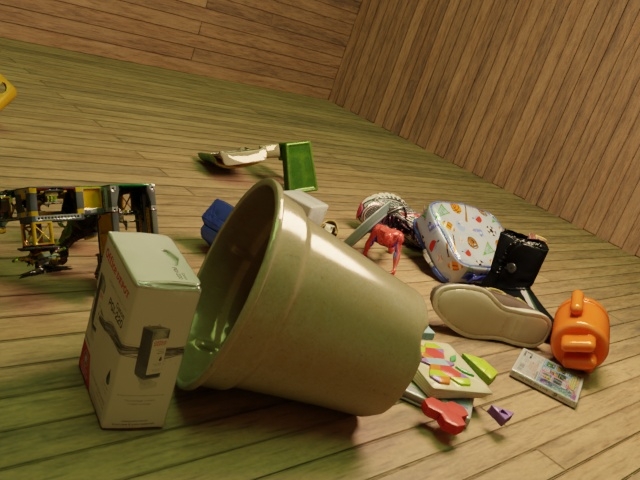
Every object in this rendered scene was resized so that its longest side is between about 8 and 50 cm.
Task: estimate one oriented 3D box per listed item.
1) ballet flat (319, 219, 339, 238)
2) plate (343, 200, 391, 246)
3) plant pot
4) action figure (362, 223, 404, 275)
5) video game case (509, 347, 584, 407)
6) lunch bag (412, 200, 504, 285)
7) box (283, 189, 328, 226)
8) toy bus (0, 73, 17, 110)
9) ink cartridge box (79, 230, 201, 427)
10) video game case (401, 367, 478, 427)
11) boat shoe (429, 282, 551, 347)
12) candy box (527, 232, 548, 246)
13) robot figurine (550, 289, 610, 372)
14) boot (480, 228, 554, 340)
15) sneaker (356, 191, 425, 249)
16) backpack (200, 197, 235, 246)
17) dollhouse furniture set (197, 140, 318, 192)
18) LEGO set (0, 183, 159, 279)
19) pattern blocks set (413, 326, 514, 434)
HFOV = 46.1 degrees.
[{"bbox_3d":[0.000,0.000,1.836,0.080,0.073,0.232,20,18,2],"label":"ballet flat"},{"bbox_3d":[0.114,-0.030,1.900,0.024,0.188,0.188,49,23,5],"label":"plate"},{"bbox_3d":[-0.018,0.119,1.158,0.305,0.334,0.334,26,15,-20],"label":"plant pot"},{"bbox_3d":[0.154,0.032,1.911,0.091,0.139,0.280,18,-4,3],"label":"action figure"},{"bbox_3d":[0.483,0.289,1.600,0.143,0.019,0.157,27,18,18],"label":"video game case"},{"bbox_3d":[0.399,0.019,2.061,0.303,0.115,0.243,3,53,-38],"label":"lunch bag"},{"bbox_3d":[-0.055,-0.064,1.918,0.101,0.102,0.087,29,18,25],"label":"box"},{"bbox_3d":[-0.834,-0.323,1.833,0.104,0.202,0.191,46,1,-22],"label":"toy bus"},{"bbox_3d":[-0.246,0.117,1.008,0.092,0.218,0.158,7,22,-33],"label":"ink cartridge box"},{"bbox_3d":[0.194,0.251,1.396,0.193,0.023,0.212,23,18,9],"label":"video game case"},{"bbox_3d":[0.375,0.160,1.714,0.324,0.117,0.097,16,13,-24],"label":"boat shoe"},{"bbox_3d":[0.536,0.082,1.978,0.053,0.187,0.109,22,19,8],"label":"candy box"},{"bbox_3d":[0.592,0.211,1.713,0.158,0.128,0.219,44,32,-2],"label":"robot figurine"},{"bbox_3d":[0.515,0.105,1.859,0.246,0.207,0.094,34,23,35],"label":"boot"},{"bbox_3d":[0.246,-0.049,2.163,0.299,0.121,0.112,16,22,-16],"label":"sneaker"},{"bbox_3d":[-0.201,-0.020,1.649,0.098,0.101,0.120,36,-9,31],"label":"backpack"},{"bbox_3d":[-0.190,-0.206,2.250,0.301,0.152,0.197,-10,9,-26],"label":"dollhouse furniture set"},{"bbox_3d":[-0.431,0.009,1.288,0.254,0.192,0.331,-4,1,30],"label":"LEGO set"},{"bbox_3d":[0.215,0.235,1.386,0.285,0.026,0.325,3,24,-41],"label":"pattern blocks set"}]
